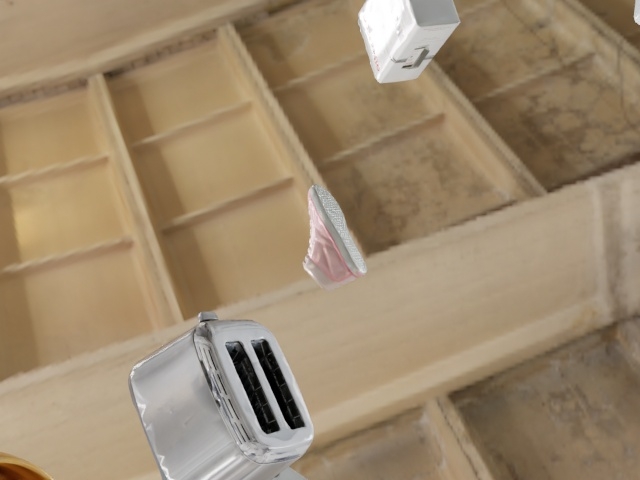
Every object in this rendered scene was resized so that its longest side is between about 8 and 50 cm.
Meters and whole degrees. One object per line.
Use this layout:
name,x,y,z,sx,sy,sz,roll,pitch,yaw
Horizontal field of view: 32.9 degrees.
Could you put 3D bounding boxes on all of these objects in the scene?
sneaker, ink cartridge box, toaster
sneaker,0.000,0.000,1.320,0.070,0.051,0.134,-35,-115,23
ink cartridge box,0.101,-0.260,1.270,0.056,0.135,0.099,-9,-106,-20
toaster,-0.106,0.193,1.189,0.129,0.146,0.227,2,-124,-48

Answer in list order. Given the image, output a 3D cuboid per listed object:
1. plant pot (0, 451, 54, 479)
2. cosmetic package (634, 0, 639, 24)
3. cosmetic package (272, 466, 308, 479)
plant pot,-0.444,0.355,1.359,0.205,0.205,0.188,-39,-156,-28
cosmetic package,0.451,-0.155,0.719,0.377,0.284,0.097,31,-132,-11
cosmetic package,-0.117,0.370,1.442,0.151,0.183,0.151,37,-121,1
